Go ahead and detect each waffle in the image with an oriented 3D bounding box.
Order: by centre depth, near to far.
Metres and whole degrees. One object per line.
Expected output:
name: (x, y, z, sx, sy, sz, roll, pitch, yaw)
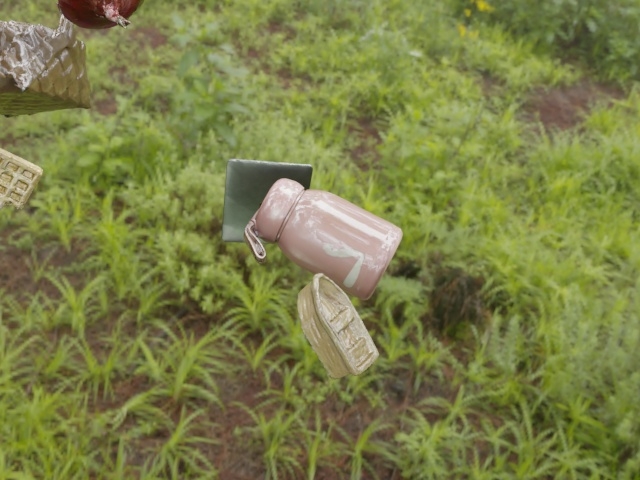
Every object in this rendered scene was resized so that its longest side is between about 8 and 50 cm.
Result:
waffle: (-0.484, -0.094, 1.263, 0.135, 0.092, 0.021, 29, 5, -25)

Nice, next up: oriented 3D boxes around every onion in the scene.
onion: (-0.331, -0.375, 1.363, 0.150, 0.150, 0.140, -15, 63, -45)

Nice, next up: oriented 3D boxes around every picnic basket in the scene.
picnic basket: (-0.628, -0.421, 1.734, 0.293, 0.337, 0.337, -3, 23, 13)

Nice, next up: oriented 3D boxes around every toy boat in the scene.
toy boat: (0.020, 0.151, 1.538, 0.188, 0.061, 0.116, 61, 28, 0)

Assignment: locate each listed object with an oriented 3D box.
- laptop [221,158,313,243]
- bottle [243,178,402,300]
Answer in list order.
laptop: (-0.125, -0.082, 1.965, 0.188, 0.269, 0.015, 3, 49, -7)
bottle: (0.000, 0.000, 1.803, 0.297, 0.206, 0.173, 29, -18, 2)
